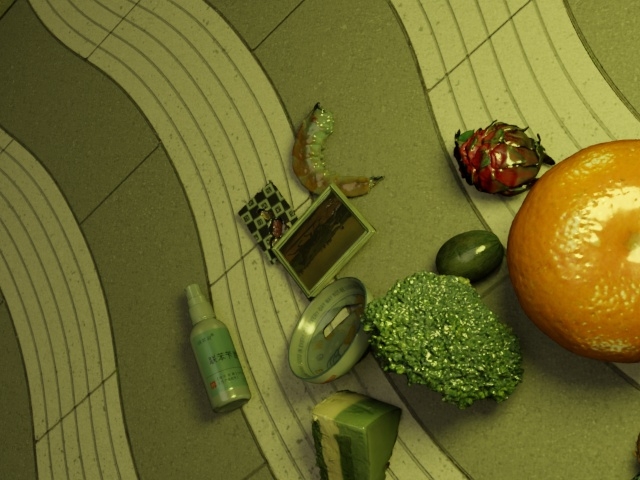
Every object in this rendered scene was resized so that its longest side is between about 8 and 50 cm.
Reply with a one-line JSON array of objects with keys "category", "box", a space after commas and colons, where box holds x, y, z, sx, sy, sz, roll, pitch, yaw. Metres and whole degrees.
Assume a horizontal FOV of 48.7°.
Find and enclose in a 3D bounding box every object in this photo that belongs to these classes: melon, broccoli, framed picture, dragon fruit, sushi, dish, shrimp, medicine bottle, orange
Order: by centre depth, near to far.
[{"category": "orange", "box": [0.568, 0.021, 1.352, 0.424, 0.326, 0.424, 0, 88, 12]}, {"category": "broccoli", "box": [0.267, 0.196, 1.515, 0.375, 0.302, 0.249, 20, 96, -7]}, {"category": "dragon fruit", "box": [0.399, -0.182, 1.578, 0.189, 0.182, 0.182, -3, 78, 47]}, {"category": "melon", "box": [0.331, 0.040, 1.598, 0.167, 0.114, 0.114, -24, 69, 23]}, {"category": "dish", "box": [0.058, 0.236, 1.704, 0.273, 0.134, 0.273, -38, 31, 29]}, {"category": "framed picture", "box": [0.000, 0.000, 1.799, 0.252, 0.014, 0.197, -48, 60, 15]}, {"category": "shrimp", "box": [0.016, -0.208, 1.852, 0.185, 0.068, 0.287, -44, 64, 17]}, {"category": "medicine bottle", "box": [-0.291, 0.278, 1.895, 0.110, 0.110, 0.351, -32, 66, 20]}, {"category": "sushi", "box": [-0.125, -0.049, 1.919, 0.139, 0.031, 0.201, -41, 67, 15]}]

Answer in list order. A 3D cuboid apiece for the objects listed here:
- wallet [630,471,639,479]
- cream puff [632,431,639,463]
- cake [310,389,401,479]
[{"category": "wallet", "box": [0.720, 0.429, 1.258, 0.237, 0.075, 0.342, 41, 103, -11]}, {"category": "cream puff", "box": [0.671, 0.387, 1.343, 0.126, 0.103, 0.144, 39, 103, 12]}, {"category": "cake", "box": [0.056, 0.502, 1.624, 0.158, 0.172, 0.283, 12, 88, 33]}]
